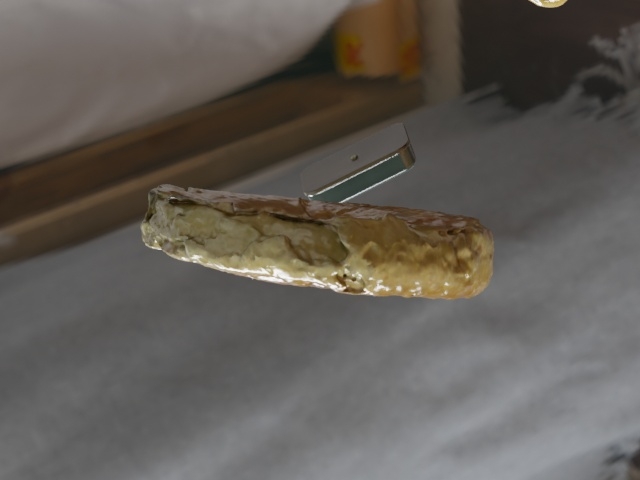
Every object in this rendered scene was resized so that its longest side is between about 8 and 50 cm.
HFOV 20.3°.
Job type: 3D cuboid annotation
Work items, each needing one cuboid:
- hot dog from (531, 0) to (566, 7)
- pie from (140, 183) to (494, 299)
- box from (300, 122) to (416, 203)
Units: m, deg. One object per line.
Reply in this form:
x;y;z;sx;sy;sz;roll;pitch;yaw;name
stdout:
0.163;-0.332;1.771;0.249;0.102;0.076;41;143;2;hot dog
0.000;0.000;1.634;0.339;0.339;0.083;10;93;46;pie
0.042;-0.077;1.912;0.031;0.126;0.091;62;-175;-19;box
